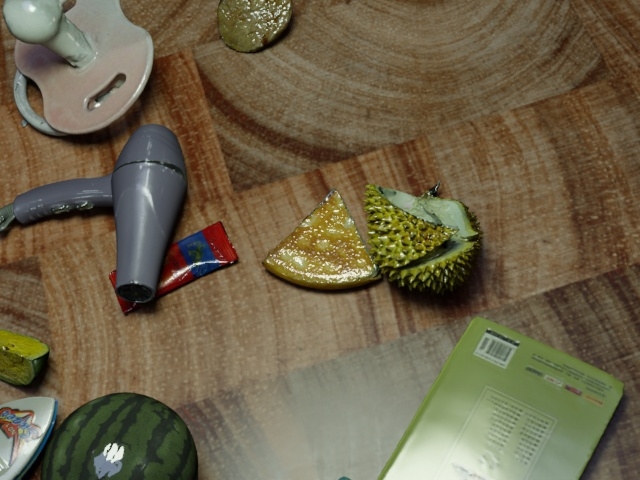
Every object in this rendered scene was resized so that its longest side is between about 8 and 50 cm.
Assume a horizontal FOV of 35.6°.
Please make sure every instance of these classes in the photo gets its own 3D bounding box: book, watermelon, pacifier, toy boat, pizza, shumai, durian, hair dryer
[{"bbox_3d":[0.235,0.289,1.365,0.239,0.035,0.352,25,67,22],"label":"book"},{"bbox_3d":[-0.471,0.158,1.499,0.181,0.092,0.075,14,49,24],"label":"watermelon"},{"bbox_3d":[-0.422,-0.332,1.703,0.220,0.273,0.332,-21,59,-24],"label":"pacifier"},{"bbox_3d":[-0.494,0.320,1.406,0.295,0.088,0.129,-39,63,-14],"label":"toy boat"},{"bbox_3d":[0.000,0.000,1.558,0.185,0.036,0.176,-4,59,5],"label":"pizza"},{"bbox_3d":[-0.110,-0.413,1.783,0.123,0.139,0.105,44,38,-3],"label":"shumai"},{"bbox_3d":[0.146,-0.003,1.493,0.193,0.137,0.237,17,21,8],"label":"durian"},{"bbox_3d":[-0.265,0.305,1.320,0.212,0.212,0.212,-3,60,5],"label":"watermelon"},{"bbox_3d":[-0.390,-0.029,1.598,0.361,0.121,0.301,-8,56,15],"label":"hair dryer"}]

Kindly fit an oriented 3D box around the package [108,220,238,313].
[{"bbox_3d":[-0.233,0.041,1.572,0.200,0.022,0.083,-26,61,-6],"label":"package"}]

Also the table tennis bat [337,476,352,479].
[{"bbox_3d":[-0.021,0.401,1.336,0.124,0.033,0.201,37,75,22],"label":"table tennis bat"}]
